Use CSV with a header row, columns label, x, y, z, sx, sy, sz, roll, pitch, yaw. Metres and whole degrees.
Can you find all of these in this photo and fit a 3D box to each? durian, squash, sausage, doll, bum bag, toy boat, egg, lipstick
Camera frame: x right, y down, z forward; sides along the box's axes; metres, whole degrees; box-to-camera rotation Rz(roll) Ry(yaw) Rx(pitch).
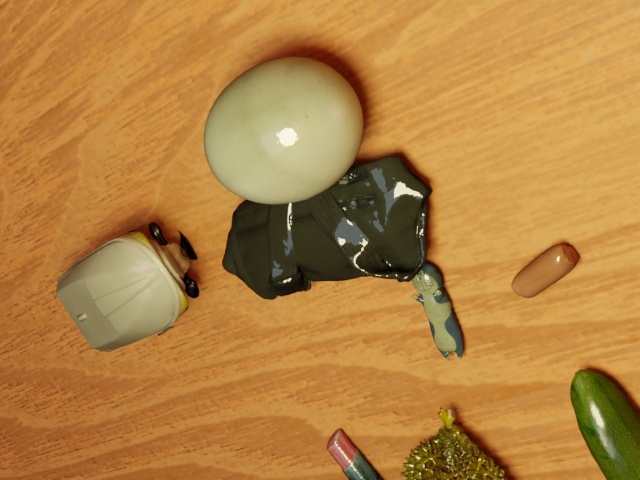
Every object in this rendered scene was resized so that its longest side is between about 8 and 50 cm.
label,x,y,z,sx,sy,sz,roll,pitch,yaw
durian,0.158,0.290,1.574,0.146,0.102,0.208,13,122,39
squash,0.336,0.249,1.424,0.069,0.069,0.258,-20,104,45
sausage,0.230,0.032,1.383,0.034,0.034,0.083,49,136,1
doll,0.132,0.080,1.500,0.037,0.027,0.125,-7,113,33
bum bag,0.000,0.000,1.514,0.326,0.080,0.142,-15,101,44
toy boat,-0.234,0.057,1.702,0.269,0.141,0.140,-28,99,47
egg,-0.043,-0.113,1.420,0.151,0.151,0.209,57,147,-8
lipstick,0.088,0.337,1.702,0.234,0.053,0.053,53,137,2
